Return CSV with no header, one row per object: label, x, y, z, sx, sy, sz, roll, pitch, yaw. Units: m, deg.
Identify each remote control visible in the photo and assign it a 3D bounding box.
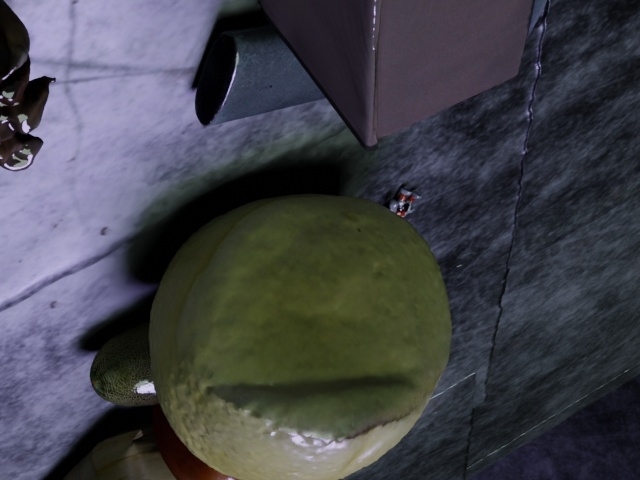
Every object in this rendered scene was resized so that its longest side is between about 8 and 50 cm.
remote control,0.057,-0.183,1.173,0.377,0.044,0.107,-17,147,-34

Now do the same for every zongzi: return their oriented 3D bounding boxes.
zongzi,-0.251,0.326,1.673,0.256,0.115,0.228,-39,161,28

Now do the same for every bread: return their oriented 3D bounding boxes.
bread,-0.024,0.106,1.326,0.320,0.321,0.237,-14,173,-38

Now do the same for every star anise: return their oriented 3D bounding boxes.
star anise,-0.280,-0.077,0.882,0.214,0.099,0.220,-47,154,7

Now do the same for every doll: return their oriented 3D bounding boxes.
doll,0.079,-0.015,1.525,0.114,0.039,0.057,-51,-173,12

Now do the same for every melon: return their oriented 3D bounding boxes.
melon,-0.181,0.134,1.406,0.162,0.099,0.099,-14,150,-30

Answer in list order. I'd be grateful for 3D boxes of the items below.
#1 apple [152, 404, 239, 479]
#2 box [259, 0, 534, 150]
apple,-0.093,0.218,1.531,0.234,0.234,0.234,-28,156,-14
box,0.054,-0.219,0.928,0.153,0.188,0.252,-27,153,-14
